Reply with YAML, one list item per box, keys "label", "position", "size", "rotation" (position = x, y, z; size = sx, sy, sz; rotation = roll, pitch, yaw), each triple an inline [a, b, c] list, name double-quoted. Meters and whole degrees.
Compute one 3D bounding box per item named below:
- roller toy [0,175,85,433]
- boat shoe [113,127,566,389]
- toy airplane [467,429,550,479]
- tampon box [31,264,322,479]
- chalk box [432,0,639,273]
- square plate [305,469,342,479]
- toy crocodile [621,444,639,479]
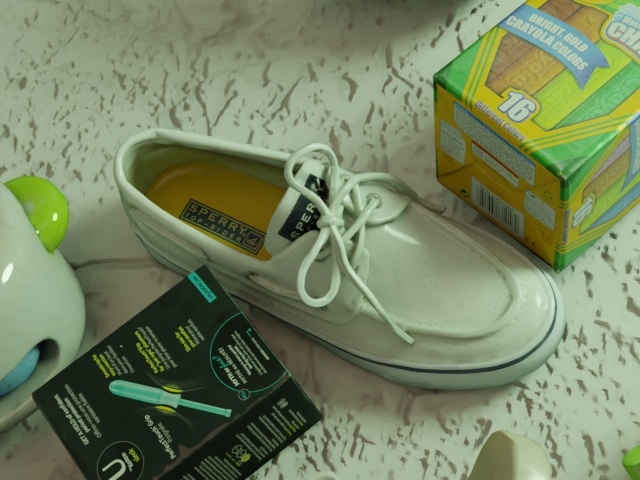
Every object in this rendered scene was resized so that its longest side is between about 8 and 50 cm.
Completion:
- label: "roller toy"
  position: [-0.288, 0.054, 1.226]
  size: [0.209, 0.146, 0.191]
  rotation: [-5, 56, 18]
- label: "boat shoe"
  position: [0.003, -0.008, 1.174]
  size: [0.367, 0.156, 0.136]
  rotation: [23, 73, 23]
- label: "toy airplane"
  position: [0.031, 0.346, 0.885]
  size: [0.386, 0.272, 0.384]
  rotation: [-40, 43, 31]
- label: "tampon box"
  position: [-0.104, 0.123, 1.171]
  size: [0.161, 0.101, 0.120]
  rotation: [-37, 62, -4]
- label: "chalk box"
  position: [0.202, -0.108, 1.174]
  size: [0.213, 0.132, 0.132]
  rotation: [-41, 62, -19]
- label: "square plate"
  position: [-0.037, 0.387, 1.062]
  size: [0.347, 0.049, 0.344]
  rotation: [-36, 62, -4]
- label: "toy crocodile"
  position: [0.353, 0.074, 1.079]
  size: [0.340, 0.105, 0.115]
  rotation: [-38, 105, -1]
